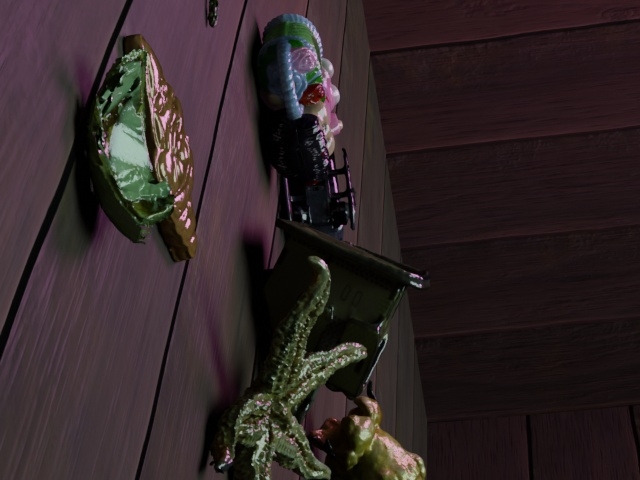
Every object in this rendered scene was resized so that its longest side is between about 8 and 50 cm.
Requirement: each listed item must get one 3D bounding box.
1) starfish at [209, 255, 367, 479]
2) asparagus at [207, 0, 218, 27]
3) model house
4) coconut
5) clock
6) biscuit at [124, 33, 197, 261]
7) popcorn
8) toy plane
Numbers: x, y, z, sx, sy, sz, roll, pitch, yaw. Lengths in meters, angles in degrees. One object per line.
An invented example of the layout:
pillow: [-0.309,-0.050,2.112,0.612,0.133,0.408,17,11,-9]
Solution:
starfish: [-0.046,0.207,1.828,0.358,0.078,0.347,80,28,-54]
asparagus: [-0.128,-0.323,1.959,0.013,0.016,0.166,137,-45,-56]
model house: [-0.006,0.130,2.097,0.218,0.205,0.278,2,112,-81]
coconut: [-0.159,-0.066,1.361,0.133,0.055,0.158,76,13,-55]
clock: [-0.033,-0.192,2.277,0.195,0.100,0.194,-90,167,-52]
biscuit: [-0.148,-0.086,1.579,0.162,0.035,0.250,-93,172,-54]
popcorn: [0.061,0.331,2.408,0.195,0.173,0.168,58,-28,-6]
toy plane: [0.000,0.000,2.389,0.155,0.106,0.381,98,-16,-70]
